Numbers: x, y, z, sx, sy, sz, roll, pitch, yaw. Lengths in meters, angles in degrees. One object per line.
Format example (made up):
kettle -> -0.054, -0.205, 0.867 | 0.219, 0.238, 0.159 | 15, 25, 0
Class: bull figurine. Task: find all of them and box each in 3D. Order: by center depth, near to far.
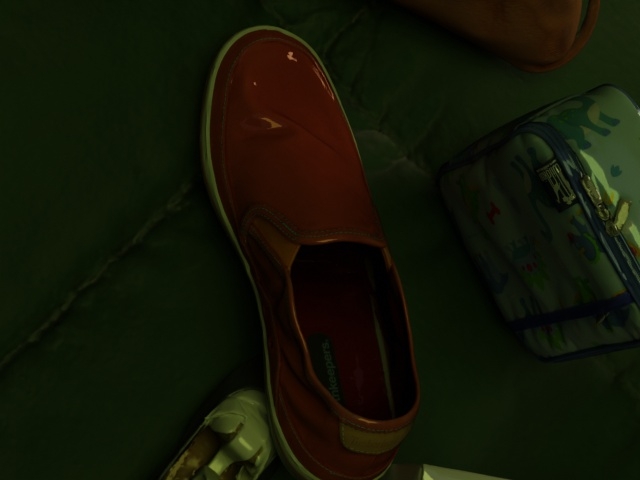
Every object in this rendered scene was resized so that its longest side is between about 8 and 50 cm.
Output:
bull figurine -> 0.072, -0.234, 1.384 | 0.310, 0.101, 0.188 | 23, 106, -21

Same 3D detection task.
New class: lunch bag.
lunch bag -> 0.174, -0.005, 1.339 | 0.090, 0.219, 0.176 | -30, 94, -18

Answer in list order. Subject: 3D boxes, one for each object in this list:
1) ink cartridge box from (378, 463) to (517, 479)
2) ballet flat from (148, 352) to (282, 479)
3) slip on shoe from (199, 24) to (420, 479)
ink cartridge box -> 0.127, 0.205, 1.339 | 0.191, 0.139, 0.082 | 13, 80, -16
ballet flat -> -0.070, 0.156, 1.318 | 0.074, 0.074, 0.203 | 45, 72, -8
slip on shoe -> 0.000, 0.000, 1.323 | 0.123, 0.101, 0.331 | -1, 68, -27
